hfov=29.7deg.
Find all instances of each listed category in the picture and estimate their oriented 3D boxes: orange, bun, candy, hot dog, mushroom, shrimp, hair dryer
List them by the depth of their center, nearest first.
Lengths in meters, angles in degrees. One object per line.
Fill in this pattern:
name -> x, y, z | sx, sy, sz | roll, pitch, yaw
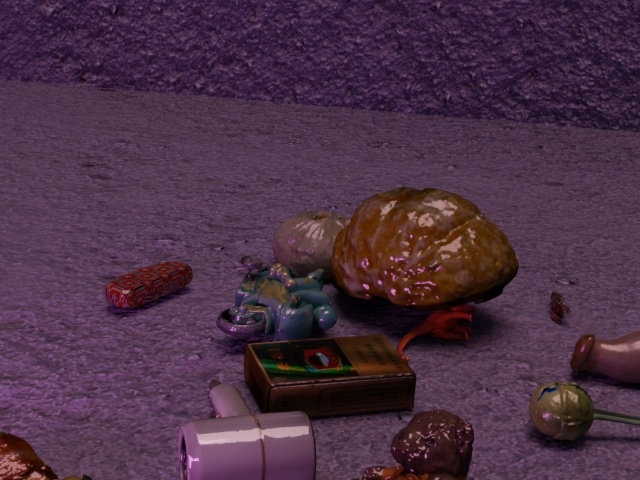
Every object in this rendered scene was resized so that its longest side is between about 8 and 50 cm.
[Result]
hot dog -> -0.401, 0.304, 1.500 | 0.213, 0.103, 0.146 | 23, 26, 40
hair dryer -> -0.131, 0.262, 1.724 | 0.173, 0.108, 0.357 | -1, 11, -15
candy -> 0.479, 0.276, 1.821 | 0.335, 0.092, 0.093 | 10, -18, -4
mushroom -> 0.525, 0.193, 2.021 | 0.212, 0.088, 0.097 | -1, 9, 4
orange -> 0.171, 0.011, 2.202 | 0.368, 0.211, 0.271 | 6, 22, 42
shrimp -> 0.448, 0.129, 2.268 | 0.029, 0.038, 0.092 | 35, 15, -16
bun -> 0.000, 0.000, 2.423 | 0.195, 0.118, 0.195 | 2, 15, -1

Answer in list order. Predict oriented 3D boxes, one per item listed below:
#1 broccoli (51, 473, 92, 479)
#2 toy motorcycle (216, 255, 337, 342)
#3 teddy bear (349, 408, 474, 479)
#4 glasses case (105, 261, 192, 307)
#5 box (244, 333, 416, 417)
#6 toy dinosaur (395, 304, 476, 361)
broccoli -> -0.267, 0.354, 1.172 | 0.288, 0.246, 0.248 | 10, 29, 33
toy motorcycle -> -0.062, 0.105, 2.133 | 0.198, 0.109, 0.296 | 8, 21, 6
teddy bear -> 0.127, 0.301, 1.498 | 0.140, 0.190, 0.177 | 27, -13, -27
glasses case -> -0.318, 0.084, 2.221 | 0.073, 0.049, 0.194 | 15, 22, 32
box -> 0.013, 0.213, 1.889 | 0.240, 0.071, 0.159 | -3, 23, -18
toy dinosaur -> 0.219, 0.152, 2.139 | 0.101, 0.055, 0.279 | 3, 18, 26
